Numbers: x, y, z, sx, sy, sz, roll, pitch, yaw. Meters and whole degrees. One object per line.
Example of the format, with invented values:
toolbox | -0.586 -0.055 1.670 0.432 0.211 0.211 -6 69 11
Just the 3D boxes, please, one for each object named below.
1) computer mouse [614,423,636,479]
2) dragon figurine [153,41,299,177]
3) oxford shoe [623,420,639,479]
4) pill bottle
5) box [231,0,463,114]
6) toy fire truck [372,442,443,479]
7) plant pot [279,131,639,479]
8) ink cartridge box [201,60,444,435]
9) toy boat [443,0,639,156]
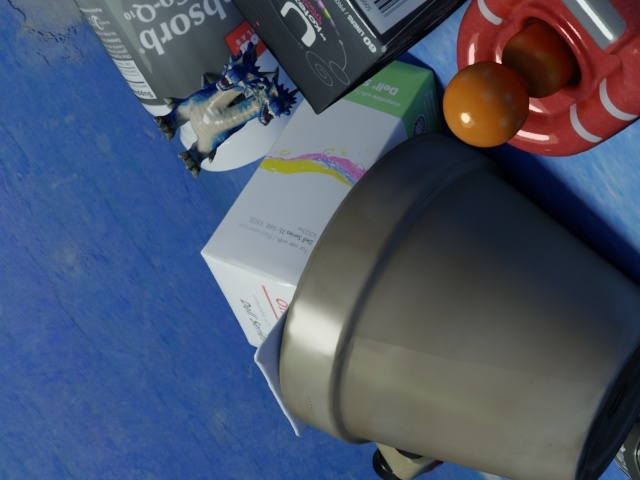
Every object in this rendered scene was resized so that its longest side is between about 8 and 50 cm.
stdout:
computer mouse | 0.376 0.260 1.374 0.193 0.042 0.106 53 174 -34
dragon figurine | -0.084 -0.146 1.217 0.085 0.144 0.289 57 -169 -9
oxford shoe | 0.408 0.299 1.265 0.227 0.083 0.096 55 164 -19
pill bottle | -0.165 -0.277 1.427 0.210 0.210 0.363 33 159 57
box | 0.026 -0.230 0.998 0.165 0.143 0.270 53 169 -3
toy fire truck | 0.150 0.211 1.707 0.217 0.246 0.158 56 149 21
plant pot | 0.165 0.094 1.136 0.280 0.323 0.323 27 157 28
ink cartridge box | 0.000 0.000 1.226 0.119 0.353 0.207 21 155 24
toy boat | 0.149 -0.122 0.831 0.151 0.151 0.231 52 168 4
